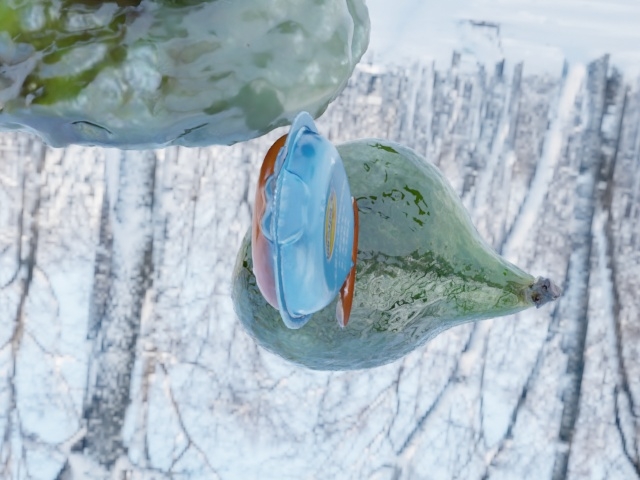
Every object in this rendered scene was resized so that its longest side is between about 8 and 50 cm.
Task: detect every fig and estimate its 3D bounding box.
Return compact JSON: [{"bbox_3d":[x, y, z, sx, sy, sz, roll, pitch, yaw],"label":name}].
[{"bbox_3d":[0.064,0.033,0.792,0.235,0.203,0.203,25,-165,10],"label":"fig"}]

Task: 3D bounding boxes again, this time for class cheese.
[{"bbox_3d":[0.000,0.000,0.546,0.037,0.106,0.256,5,172,10],"label":"cheese"}]

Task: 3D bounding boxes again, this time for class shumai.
[{"bbox_3d":[-0.124,-0.216,0.617,0.309,0.263,0.304,-3,-152,-2],"label":"shumai"}]
